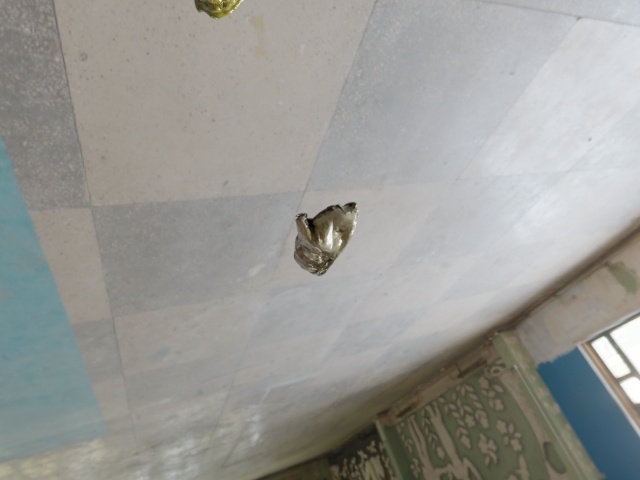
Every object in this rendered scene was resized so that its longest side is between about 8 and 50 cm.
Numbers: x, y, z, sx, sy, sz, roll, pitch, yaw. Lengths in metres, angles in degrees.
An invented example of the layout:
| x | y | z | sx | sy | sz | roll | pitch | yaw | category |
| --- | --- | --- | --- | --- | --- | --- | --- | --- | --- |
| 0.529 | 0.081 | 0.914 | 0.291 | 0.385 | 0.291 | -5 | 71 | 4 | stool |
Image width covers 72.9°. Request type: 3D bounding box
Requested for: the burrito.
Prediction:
| x | y | z | sx | sy | sz | roll | pitch | yaw | category |
| --- | --- | --- | --- | --- | --- | --- | --- | --- | --- |
| -0.001 | 0.002 | 0.493 | 0.058 | 0.063 | 0.229 | 24 | 167 | 2 | burrito |

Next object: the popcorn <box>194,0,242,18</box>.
| x | y | z | sx | sy | sz | roll | pitch | yaw | category |
| --- | --- | --- | --- | --- | --- | --- | --- | --- | --- |
| -0.198 | -0.472 | 0.696 | 0.170 | 0.217 | 0.189 | -15 | 169 | -4 | popcorn |
